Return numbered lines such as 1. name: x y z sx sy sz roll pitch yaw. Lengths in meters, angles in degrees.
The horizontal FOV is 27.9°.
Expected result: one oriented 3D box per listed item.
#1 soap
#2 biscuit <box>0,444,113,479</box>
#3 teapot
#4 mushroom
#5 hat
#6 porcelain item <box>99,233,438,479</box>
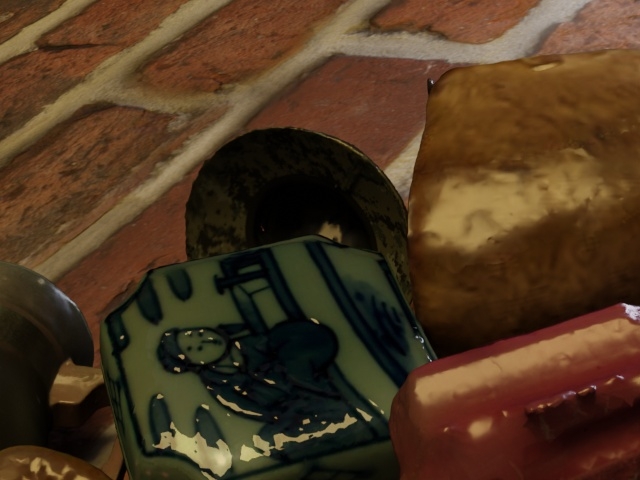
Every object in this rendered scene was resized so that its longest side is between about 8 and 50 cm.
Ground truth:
1. soap: 0.214 0.169 0.978 0.325 0.220 0.127 -20 23 -2
2. biscuit: -0.235 0.348 0.919 0.368 0.076 0.394 34 53 13
3. teapot: -0.328 0.185 1.209 0.300 0.253 0.344 8 30 2
4. mushroom: 0.291 -0.037 1.247 0.397 0.224 0.314 -5 31 18
5. hat: 0.000 0.000 1.348 0.265 0.265 0.128 1 8 27
6. porcelain item: -0.041 0.136 1.136 0.286 0.157 0.281 -11 42 -11
